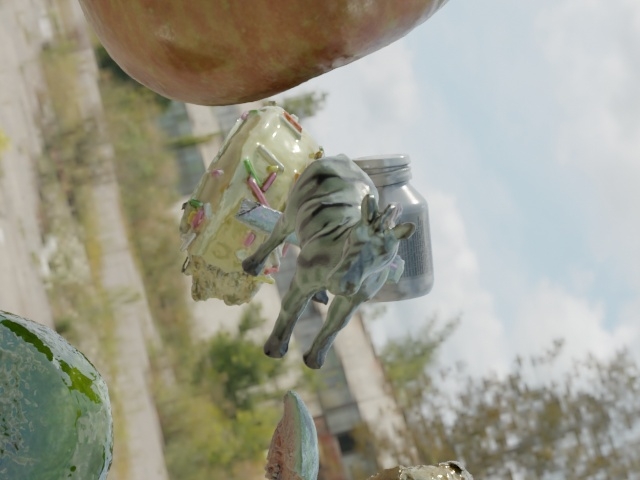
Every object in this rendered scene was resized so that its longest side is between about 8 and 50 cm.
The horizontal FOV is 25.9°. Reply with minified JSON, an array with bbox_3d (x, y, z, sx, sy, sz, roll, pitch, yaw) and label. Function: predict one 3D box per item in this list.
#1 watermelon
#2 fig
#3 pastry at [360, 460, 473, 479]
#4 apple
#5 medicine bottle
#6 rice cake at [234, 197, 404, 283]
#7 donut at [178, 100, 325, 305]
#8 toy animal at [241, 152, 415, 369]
[{"bbox_3d":[-0.037,0.301,2.045,0.101,0.080,0.155,77,25,-80],"label":"watermelon"},{"bbox_3d":[-0.261,0.154,1.077,0.235,0.203,0.203,126,-51,-76],"label":"fig"},{"bbox_3d":[0.083,0.265,1.333,0.153,0.153,0.081,90,-9,-67],"label":"pastry"},{"bbox_3d":[-0.047,-0.249,1.083,0.250,0.309,0.277,67,-9,-13],"label":"apple"},{"bbox_3d":[0.100,-0.021,2.117,0.135,0.135,0.215,-139,-137,-80],"label":"medicine bottle"},{"bbox_3d":[0.000,0.001,1.526,0.033,0.207,0.033,-10,-120,65],"label":"rice cake"},{"bbox_3d":[-0.105,-0.054,2.170,0.307,0.150,0.371,-63,176,-16],"label":"donut"},{"bbox_3d":[0.008,0.025,1.132,0.170,0.090,0.255,-66,-160,10],"label":"toy animal"}]
